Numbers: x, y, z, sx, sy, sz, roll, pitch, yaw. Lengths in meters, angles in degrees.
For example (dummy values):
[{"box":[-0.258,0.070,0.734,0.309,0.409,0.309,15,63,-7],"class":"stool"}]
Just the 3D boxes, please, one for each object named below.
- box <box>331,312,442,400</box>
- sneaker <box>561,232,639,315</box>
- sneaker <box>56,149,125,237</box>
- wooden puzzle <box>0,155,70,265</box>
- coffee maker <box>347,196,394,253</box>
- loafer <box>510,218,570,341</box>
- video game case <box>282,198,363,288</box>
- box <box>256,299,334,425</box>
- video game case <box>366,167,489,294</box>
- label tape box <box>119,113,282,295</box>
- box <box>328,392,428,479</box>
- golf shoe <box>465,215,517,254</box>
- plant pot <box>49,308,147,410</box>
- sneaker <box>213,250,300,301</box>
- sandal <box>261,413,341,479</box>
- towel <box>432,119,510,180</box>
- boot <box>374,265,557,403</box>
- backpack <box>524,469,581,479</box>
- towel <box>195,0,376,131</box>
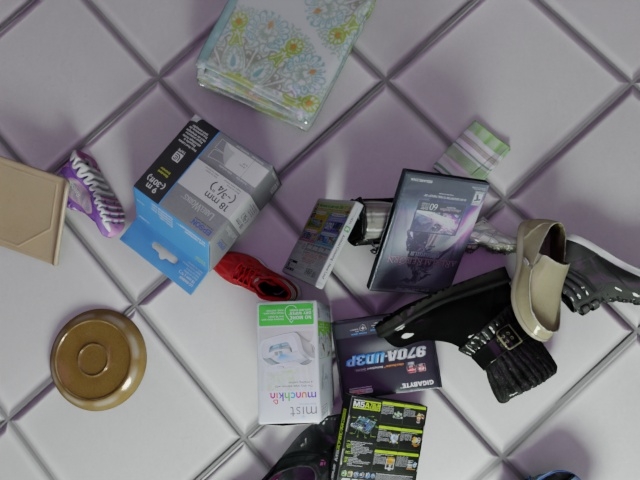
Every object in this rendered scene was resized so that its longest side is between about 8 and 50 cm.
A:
[{"box":[0.143,0.249,1.354,0.220,0.051,0.175,-8,80,4],"class":"box"},{"box":[0.618,0.118,1.306,0.295,0.104,0.147,32,87,15],"class":"sneaker"},{"box":[-0.554,-0.096,1.464,0.104,0.095,0.236,-35,75,6],"class":"sneaker"},{"box":[-0.705,-0.075,1.468,0.238,0.044,0.221,20,109,11],"class":"wooden puzzle"},{"box":[0.150,-0.048,1.362,0.178,0.171,0.120,-2,106,-15],"class":"coffee maker"},{"box":[0.457,0.071,1.264,0.101,0.092,0.269,14,67,-25],"class":"loafer"},{"box":[0.000,0.000,1.338,0.023,0.212,0.193,28,84,-22],"class":"video game case"},{"box":[-0.043,0.245,1.268,0.126,0.262,0.231,-3,82,6],"class":"box"},{"box":[0.223,-0.009,1.291,0.196,0.026,0.274,5,115,-20],"class":"video game case"},{"box":[-0.286,-0.084,1.395,0.240,0.106,0.334,35,79,17],"class":"label tape box"},{"box":[0.124,0.424,1.292,0.190,0.045,0.184,13,80,-22],"class":"box"},{"box":[0.377,-0.014,1.367,0.176,0.069,0.086,4,75,5],"class":"golf shoe"},{"box":[-0.522,0.276,1.428,0.236,0.032,0.236,-1,80,6],"class":"plant pot"},{"box":[-0.151,0.076,1.372,0.221,0.128,0.087,20,84,8],"class":"sneaker"},{"box":[-0.072,0.546,1.301,0.445,0.107,0.167,-40,80,-2],"class":"sandal"},{"box":[0.348,-0.191,1.417,0.113,0.023,0.152,41,87,9],"class":"towel"},{"box":[0.305,0.219,1.263,0.347,0.131,0.260,-18,79,-19],"class":"boot"},{"box":[0.461,0.545,1.242,0.173,0.117,0.158,-37,79,0],"class":"backpack"},{"box":[-0.088,-0.482,1.477,0.320,0.090,0.375,26,85,6],"class":"towel"}]
